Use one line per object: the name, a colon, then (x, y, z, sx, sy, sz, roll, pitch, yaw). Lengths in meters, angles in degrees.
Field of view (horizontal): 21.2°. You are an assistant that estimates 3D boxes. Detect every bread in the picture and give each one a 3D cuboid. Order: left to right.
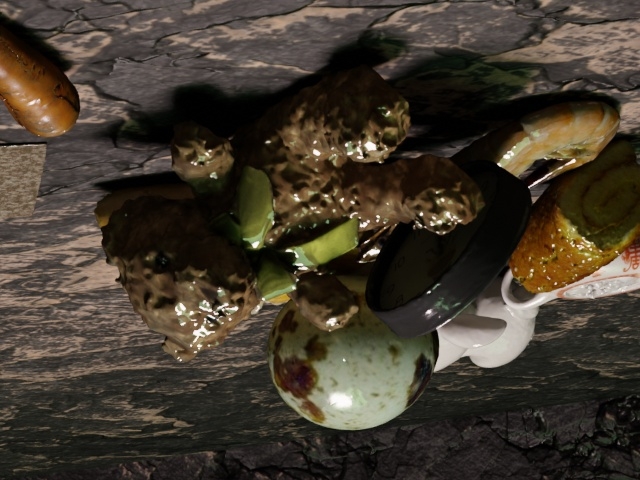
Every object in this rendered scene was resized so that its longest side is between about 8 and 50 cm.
bread: (0.276, -0.020, 1.807, 0.132, 0.103, 0.172, -45, 179, -22)

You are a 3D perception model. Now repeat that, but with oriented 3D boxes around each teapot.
teapot: (0.331, 0.028, 2.075, 0.245, 0.116, 0.159, -19, 174, 33)

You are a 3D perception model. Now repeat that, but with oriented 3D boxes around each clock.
clock: (0.113, 0.005, 1.557, 0.040, 0.184, 0.184, 40, 145, -19)

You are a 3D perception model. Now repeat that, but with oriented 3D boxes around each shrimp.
shrimp: (0.168, -0.055, 1.696, 0.296, 0.058, 0.169, -32, 156, 27)

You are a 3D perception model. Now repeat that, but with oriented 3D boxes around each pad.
pad: (-0.349, -0.052, 1.648, 0.158, 0.003, 0.235, -3, 166, -14)

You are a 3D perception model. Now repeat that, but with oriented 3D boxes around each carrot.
carrot: (-0.232, -0.127, 1.324, 0.055, 0.055, 0.161, -9, 158, 10)

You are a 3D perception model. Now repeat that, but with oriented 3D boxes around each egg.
egg: (0.042, 0.120, 1.870, 0.169, 0.169, 0.231, -17, 174, 36)

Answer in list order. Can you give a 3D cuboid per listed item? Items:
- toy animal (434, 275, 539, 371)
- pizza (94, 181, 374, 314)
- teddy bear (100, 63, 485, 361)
toy animal: (0.195, 0.101, 2.256, 0.178, 0.127, 0.193, -20, 160, 35)
pizza: (0.007, -0.008, 1.847, 0.392, 0.080, 0.435, -11, 167, 16)
teddy bear: (-0.040, -0.016, 1.506, 0.296, 0.222, 0.246, -3, 137, 52)
